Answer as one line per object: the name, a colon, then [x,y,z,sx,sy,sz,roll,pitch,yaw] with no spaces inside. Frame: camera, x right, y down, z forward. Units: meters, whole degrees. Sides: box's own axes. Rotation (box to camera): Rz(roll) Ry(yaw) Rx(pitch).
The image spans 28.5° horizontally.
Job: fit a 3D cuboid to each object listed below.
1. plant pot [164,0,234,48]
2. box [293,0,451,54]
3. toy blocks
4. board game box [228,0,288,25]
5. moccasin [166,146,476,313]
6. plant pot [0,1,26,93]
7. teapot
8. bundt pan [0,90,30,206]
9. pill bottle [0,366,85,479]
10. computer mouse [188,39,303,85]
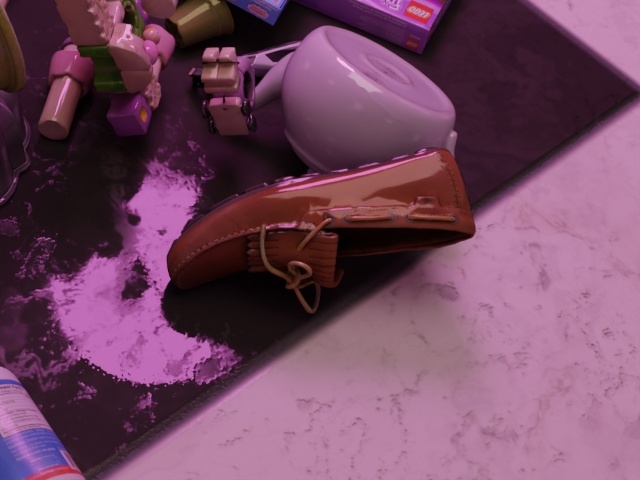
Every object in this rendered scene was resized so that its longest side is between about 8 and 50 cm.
plant pot: [-0.182,-0.320,1.833,0.079,0.083,0.083,-32,64,-19]
box: [0.065,-0.423,1.980,0.293,0.057,0.201,24,51,6]
toy blocks: [-0.240,-0.312,1.630,0.309,0.288,0.260,-1,53,14]
board game box: [-0.097,-0.422,1.858,0.160,0.039,0.211,28,48,-2]
moccasin: [0.000,0.001,1.548,0.380,0.139,0.147,-12,70,-6]
plant pot: [-0.516,-0.229,1.419,0.254,0.276,0.276,-34,65,-20]
teapot: [0.047,-0.150,1.681,0.252,0.187,0.256,17,25,-34]
bundt pan: [-0.530,-0.160,1.587,0.331,0.124,0.331,7,51,-9]
pill bottle: [-0.351,0.211,1.327,0.124,0.124,0.221,-26,61,-30]
computer mouse: [-0.089,-0.247,1.797,0.193,0.042,0.106,-21,14,-33]
